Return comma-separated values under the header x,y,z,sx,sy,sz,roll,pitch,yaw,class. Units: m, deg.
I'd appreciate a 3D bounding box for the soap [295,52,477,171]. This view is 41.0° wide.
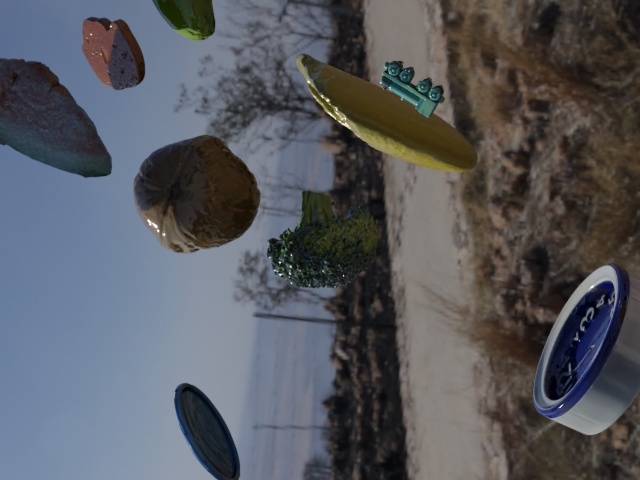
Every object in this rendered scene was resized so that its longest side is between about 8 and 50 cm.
x,y,z,sx,sy,sz,roll,pitch,yaw,class
0.141,-0.255,1.826,0.115,0.427,0.306,-65,20,14,soap

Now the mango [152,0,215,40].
x,y,z,sx,sy,sz,roll,pitch,yaw,class
-0.186,-0.346,1.138,0.074,0.091,0.165,-30,-81,-77,mango

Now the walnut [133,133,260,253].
x,y,z,sx,sy,sz,roll,pitch,yaw,class
-0.217,-0.081,1.524,0.228,0.228,0.228,-172,90,-86,walnut

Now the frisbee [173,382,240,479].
x,y,z,sx,sy,sz,roll,pitch,yaw,class
-0.249,0.417,1.827,0.242,0.045,0.242,59,-175,-8,frisbee

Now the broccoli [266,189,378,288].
x,y,z,sx,sy,sz,roll,pitch,yaw,class
0.000,0.003,1.537,0.226,0.198,0.176,34,-130,-44,broccoli

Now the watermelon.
x,y,z,sx,sy,sz,roll,pitch,yaw,class
-0.314,-0.140,0.999,0.094,0.180,0.081,-38,19,40,watermelon

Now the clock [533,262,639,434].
x,y,z,sx,sy,sz,roll,pitch,yaw,class
0.381,0.148,1.174,0.230,0.083,0.230,-156,90,-89,clock

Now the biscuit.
x,y,z,sx,sy,sz,roll,pitch,yaw,class
-0.276,-0.249,1.138,0.130,0.019,0.102,10,125,46,biscuit

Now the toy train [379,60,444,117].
x,y,z,sx,sy,sz,roll,pitch,yaw,class
0.119,-0.200,1.123,0.045,0.092,0.029,-62,-9,28,toy train
